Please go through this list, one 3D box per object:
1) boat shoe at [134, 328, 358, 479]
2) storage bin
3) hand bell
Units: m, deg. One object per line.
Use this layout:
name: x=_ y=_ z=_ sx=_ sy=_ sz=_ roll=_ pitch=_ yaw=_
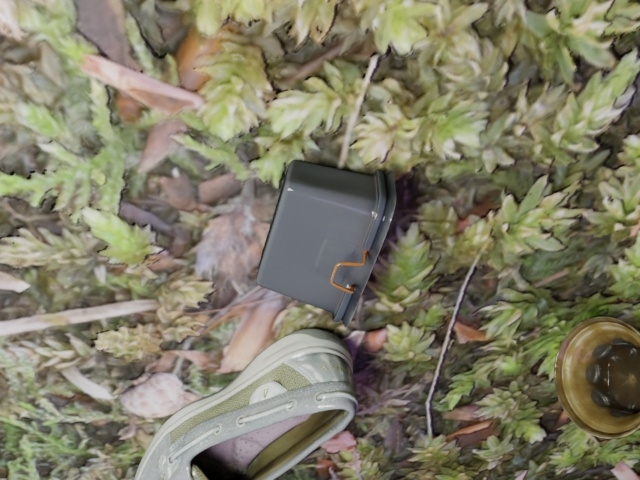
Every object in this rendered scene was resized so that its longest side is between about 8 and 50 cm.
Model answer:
boat shoe: x=-0.087 y=0.225 z=0.676 sx=0.320 sy=0.103 sz=0.118 roll=-41 pitch=120 yaw=16
storage bin: x=0.000 y=0.000 z=0.557 sx=0.091 sy=0.098 sz=0.135 roll=15 pitch=120 yaw=-6
hand bell: x=0.399 y=0.162 z=0.732 sx=0.241 sy=0.126 sz=0.126 roll=11 pitch=121 yaw=-29
